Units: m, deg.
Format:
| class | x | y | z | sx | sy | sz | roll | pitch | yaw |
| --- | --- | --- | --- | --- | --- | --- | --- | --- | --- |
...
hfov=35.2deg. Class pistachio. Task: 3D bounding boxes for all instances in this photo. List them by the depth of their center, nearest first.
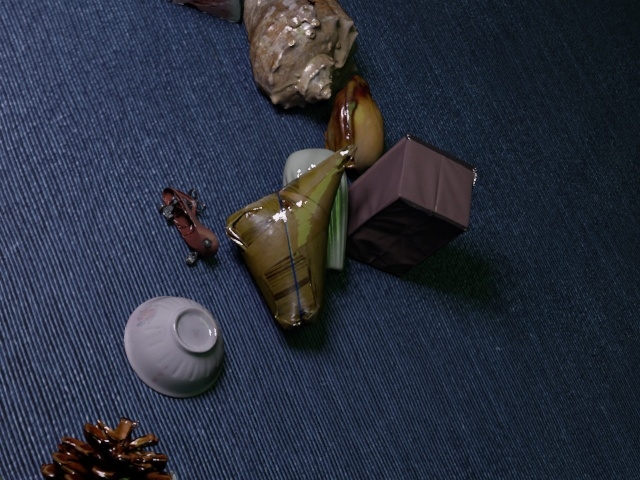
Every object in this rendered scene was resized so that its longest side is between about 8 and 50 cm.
| class | x | y | z | sx | sy | sz | roll | pitch | yaw |
| --- | --- | --- | --- | --- | --- | --- | --- | --- | --- |
| pistachio | 0.073 | -0.244 | 2.134 | 0.165 | 0.130 | 0.210 | -5 | 98 | -78 |

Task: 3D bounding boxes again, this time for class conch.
| class | x | y | z | sx | sy | sz | roll | pitch | yaw |
| --- | --- | --- | --- | --- | --- | --- | --- | --- | --- |
| conch | -0.027 | -0.441 | 2.143 | 0.297 | 0.210 | 0.352 | 7 | 63 | -51 |

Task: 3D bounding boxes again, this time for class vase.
| class | x | y | z | sx | sy | sz | roll | pitch | yaw |
| --- | --- | --- | --- | --- | --- | --- | --- | --- | --- |
| vase | -0.003 | -0.052 | 1.985 | 0.128 | 0.128 | 0.248 | 3 | 73 | -35 |

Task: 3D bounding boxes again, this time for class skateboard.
| class | x | y | z | sx | sy | sz | roll | pitch | yaw |
| --- | --- | --- | --- | --- | --- | --- | --- | --- | --- |
| skateboard | -0.234 | -0.036 | 1.850 | 0.080 | 0.067 | 0.151 | -18 | 72 | -51 |

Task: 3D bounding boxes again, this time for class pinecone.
| class | x | y | z | sx | sy | sz | roll | pitch | yaw |
| --- | --- | --- | --- | --- | --- | --- | --- | --- | --- |
| pinecone | -0.310 | 0.361 | 1.451 | 0.221 | 0.221 | 0.222 | 18 | 56 | -28 |

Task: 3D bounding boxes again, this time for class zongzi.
| class | x | y | z | sx | sy | sz | roll | pitch | yaw |
| --- | --- | --- | --- | --- | --- | --- | --- | --- | --- |
| zongzi | 0.000 | 0.000 | 1.868 | 0.289 | 0.123 | 0.260 | -29 | 84 | 0 |

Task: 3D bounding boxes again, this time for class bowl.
| class | x | y | z | sx | sy | sz | roll | pitch | yaw |
| --- | --- | --- | --- | --- | --- | --- | --- | --- | --- |
| bowl | -0.229 | 0.166 | 1.715 | 0.189 | 0.086 | 0.189 | 17 | 57 | -28 |

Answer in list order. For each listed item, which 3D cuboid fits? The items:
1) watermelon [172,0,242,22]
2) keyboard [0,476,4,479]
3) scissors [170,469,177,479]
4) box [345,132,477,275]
| class | x | y | z | sx | sy | sz | roll | pitch | yaw |
| --- | --- | --- | --- | --- | --- | --- | --- | --- | --- |
| watermelon | -0.270 | -0.567 | 2.093 | 0.262 | 0.201 | 0.213 | 55 | 20 | -65 |
| keyboard | -0.428 | 0.443 | 1.455 | 0.250 | 0.017 | 0.087 | 50 | 46 | -2 |
| scissors | -0.209 | 0.456 | 1.609 | 0.100 | 0.015 | 0.189 | -7 | 68 | -36 |
| box | 0.166 | -0.061 | 2.019 | 0.188 | 0.252 | 0.153 | 24 | 54 | -25 |
